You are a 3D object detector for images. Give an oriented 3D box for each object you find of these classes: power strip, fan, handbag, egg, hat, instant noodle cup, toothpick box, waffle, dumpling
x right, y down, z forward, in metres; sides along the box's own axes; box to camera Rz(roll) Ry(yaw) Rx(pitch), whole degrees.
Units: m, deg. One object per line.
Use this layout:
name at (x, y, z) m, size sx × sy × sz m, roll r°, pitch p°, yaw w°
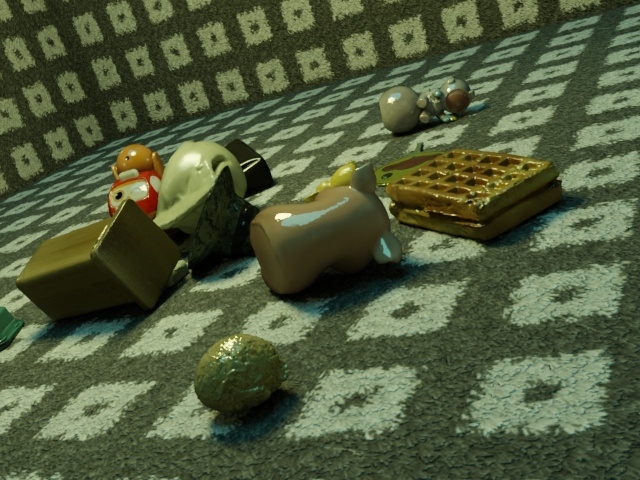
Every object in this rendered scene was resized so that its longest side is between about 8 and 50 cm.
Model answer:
power strip at (-0.402, 0.087, 1.843) m, size 0.192 × 0.035 × 0.081 m, roll -10°, pitch 22°, yaw 27°
fan at (0.242, -0.207, 2.055) m, size 0.230 × 0.011 × 0.335 m, roll -13°, pitch 20°, yaw 19°
handbag at (-0.295, -0.195, 2.397) m, size 0.257 × 0.113 × 0.285 m, roll -29°, pitch 27°, yaw -9°
egg at (-0.121, 0.198, 1.158) m, size 0.140 × 0.116 × 0.118 m, roll -27°, pitch 64°, yaw -7°
hat at (-0.210, -0.037, 1.820) m, size 0.128 × 0.265 × 0.265 m, roll 17°, pitch 22°, yaw -2°
instant noodle cup at (-0.802, 0.218, 1.822) m, size 0.179 × 0.070 × 0.157 m, roll -19°, pitch 17°, yaw 4°
toothpick box at (-0.510, 0.062, 1.759) m, size 0.308 × 0.190 × 0.187 m, roll -16°, pitch 39°, yaw 31°
waffle at (0.301, -0.098, 1.577) m, size 0.224 × 0.098 × 0.328 m, roll -29°, pitch 20°, yaw -20°
dumpling at (-0.351, -0.127, 2.083) m, size 0.316 × 0.233 × 0.395 m, roll -33°, pitch 14°, yaw 8°

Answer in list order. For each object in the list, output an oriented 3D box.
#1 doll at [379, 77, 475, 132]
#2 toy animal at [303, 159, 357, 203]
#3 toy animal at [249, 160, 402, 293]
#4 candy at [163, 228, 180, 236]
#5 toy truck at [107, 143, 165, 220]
doll at (0.325, -0.417, 2.368) m, size 0.287 × 0.150 × 0.151 m, roll -12°, pitch 20°, yaw 8°
toy animal at (0.029, -0.135, 1.976) m, size 0.159 × 0.083 × 0.070 m, roll -25°, pitch 10°, yaw 12°
toy animal at (0.004, -0.001, 1.491) m, size 0.256 × 0.195 × 0.213 m, roll -21°, pitch -6°, yaw -8°
candy at (-0.446, -0.028, 2.194) m, size 0.122 × 0.038 × 0.062 m, roll -32°, pitch 23°, yaw -33°
toy truck at (-0.545, -0.156, 2.334) m, size 0.189 × 0.239 × 0.265 m, roll -17°, pitch 20°, yaw 10°
